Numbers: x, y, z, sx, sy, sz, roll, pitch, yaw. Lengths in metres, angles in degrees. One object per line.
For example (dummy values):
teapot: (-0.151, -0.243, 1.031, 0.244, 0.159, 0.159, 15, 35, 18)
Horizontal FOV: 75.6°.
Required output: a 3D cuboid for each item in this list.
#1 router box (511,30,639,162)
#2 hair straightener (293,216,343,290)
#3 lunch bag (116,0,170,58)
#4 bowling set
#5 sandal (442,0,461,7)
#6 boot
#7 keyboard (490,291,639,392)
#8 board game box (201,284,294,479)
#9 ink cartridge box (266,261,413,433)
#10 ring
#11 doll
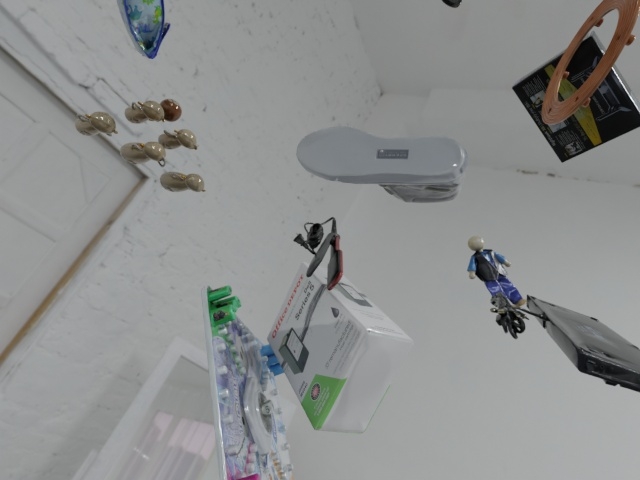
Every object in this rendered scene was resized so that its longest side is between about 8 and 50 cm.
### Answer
router box: (0.793, -0.431, 1.276, 0.308, 0.081, 0.243, 52, -42, -8)
hair straightener: (0.000, 0.000, 0.730, 0.089, 0.047, 0.230, 31, 26, -9)
lunch bag: (-0.380, -0.475, 0.886, 0.129, 0.097, 0.151, 43, -44, 52)
bowling set: (-0.364, -0.250, 0.923, 0.154, 0.199, 0.287, 8, -18, 42)
sandal: (0.299, -0.590, 0.924, 0.067, 0.179, 0.040, 14, -32, -12)
boot: (0.096, -0.107, 0.659, 0.259, 0.095, 0.123, 11, -18, 20)
keyboard: (0.326, 0.121, 0.565, 0.202, 0.033, 0.317, 20, 8, 16)
board game box: (-0.105, 0.324, 0.777, 0.389, 0.051, 0.389, 71, 2, -56)
ink cartridge box: (0.019, 0.191, 0.792, 0.115, 0.198, 0.273, 19, 11, -31)
ring: (0.653, -0.440, 1.002, 0.032, 0.336, 0.336, 22, -18, 3)
doll: (0.400, 0.073, 0.955, 0.188, 0.129, 0.046, 63, -26, 18)
